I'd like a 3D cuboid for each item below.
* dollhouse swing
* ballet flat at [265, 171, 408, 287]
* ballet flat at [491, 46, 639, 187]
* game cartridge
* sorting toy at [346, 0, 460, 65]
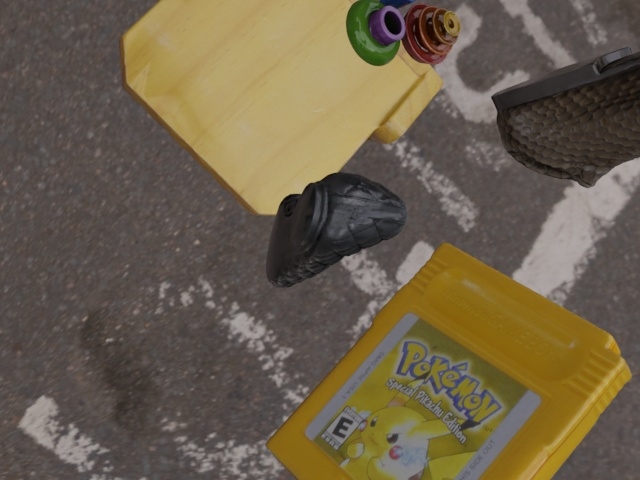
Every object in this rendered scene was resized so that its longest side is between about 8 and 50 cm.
[{"bbox_3d":[-0.077,-0.229,1.207,0.305,0.315,0.347,-46,105,-3],"label":"dollhouse swing"},{"bbox_3d":[0.000,0.000,0.510,0.049,0.173,0.057,12,82,-12],"label":"ballet flat"},{"bbox_3d":[0.179,-0.062,0.358,0.084,0.250,0.058,-26,101,-45],"label":"ballet flat"},{"bbox_3d":[0.127,0.177,0.977,0.323,0.285,0.052,-49,132,-7],"label":"game cartridge"},{"bbox_3d":[0.068,-0.164,0.682,0.102,0.042,0.061,-8,86,-41],"label":"sorting toy"}]
